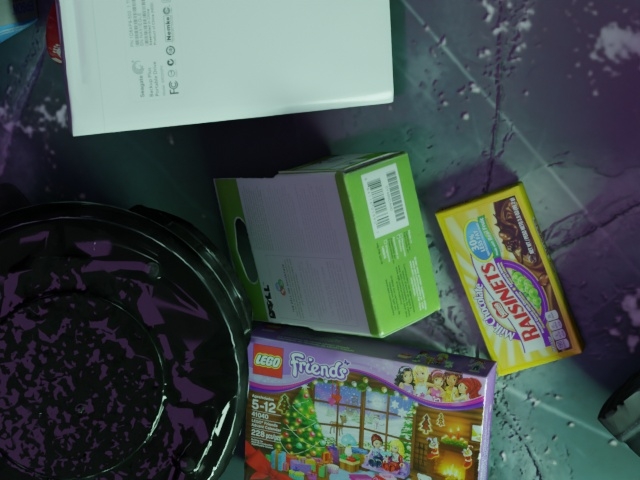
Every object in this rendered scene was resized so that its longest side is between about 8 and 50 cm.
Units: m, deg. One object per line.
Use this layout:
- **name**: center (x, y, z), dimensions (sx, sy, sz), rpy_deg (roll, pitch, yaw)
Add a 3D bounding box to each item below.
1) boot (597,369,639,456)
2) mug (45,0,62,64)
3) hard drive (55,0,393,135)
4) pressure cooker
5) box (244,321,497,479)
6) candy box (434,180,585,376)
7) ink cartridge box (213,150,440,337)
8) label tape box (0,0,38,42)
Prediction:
- **boot**: center (0.564, 0.235, 1.368), dimensions (0.445, 0.146, 0.367), rpy_deg (45, 131, 6)
- **mug**: center (-0.220, -0.236, 1.505), dimensions (0.169, 0.150, 0.113), rpy_deg (15, 71, 17)
- **hard drive**: center (-0.100, -0.245, 1.412), dimensions (0.353, 0.047, 0.233), rpy_deg (-8, 105, -15)
- **pressure cooker**: center (-0.276, 0.132, 1.486), dimensions (0.375, 0.420, 0.370), rpy_deg (12, 88, -9)
- **box**: center (0.054, 0.218, 1.573), dimensions (0.293, 0.057, 0.201), rpy_deg (8, 108, 19)
- **candy box**: center (0.214, 0.046, 1.506), dimensions (0.105, 0.027, 0.206), rpy_deg (-19, 98, 24)
- **ink cartridge box**: center (0.000, 0.000, 1.532), dimensions (0.255, 0.097, 0.189), rpy_deg (2, 109, 52)
- **label tape box**: center (-0.418, -0.289, 1.493), dimensions (0.106, 0.240, 0.333), rpy_deg (0, 105, 15)
